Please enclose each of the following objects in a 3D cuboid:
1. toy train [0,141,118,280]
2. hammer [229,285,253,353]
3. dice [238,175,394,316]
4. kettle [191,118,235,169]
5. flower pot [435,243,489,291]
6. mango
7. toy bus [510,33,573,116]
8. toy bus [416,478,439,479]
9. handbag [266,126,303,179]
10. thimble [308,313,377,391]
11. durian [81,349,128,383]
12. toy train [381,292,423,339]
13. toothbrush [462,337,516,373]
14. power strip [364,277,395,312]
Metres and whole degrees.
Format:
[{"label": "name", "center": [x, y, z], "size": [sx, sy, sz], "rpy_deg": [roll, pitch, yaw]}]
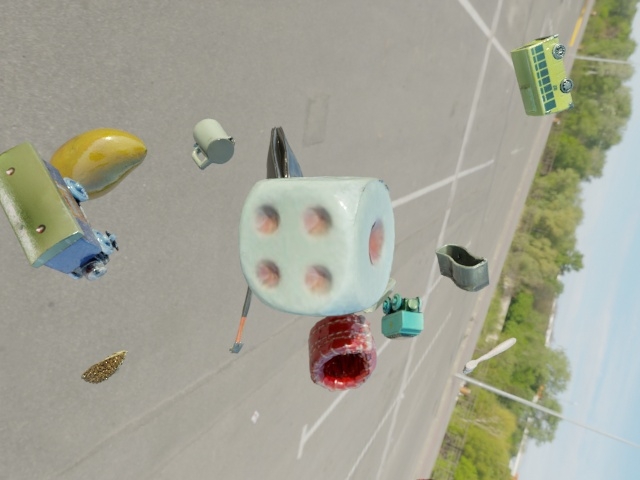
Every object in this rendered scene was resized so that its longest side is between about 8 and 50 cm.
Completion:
[{"label": "toy train", "center": [-0.567, -0.049, 1.013], "size": [0.131, 0.300, 0.202], "rpy_deg": [-37, 160, -4]}, {"label": "hammer", "center": [-0.296, 0.294, 1.832], "size": [0.111, 0.033, 0.288], "rpy_deg": [153, -48, -69]}, {"label": "dice", "center": [0.000, 0.000, 1.014], "size": [0.264, 0.262, 0.268], "rpy_deg": [-21, 112, -62]}, {"label": "kettle", "center": [-0.345, -0.305, 1.490], "size": [0.126, 0.148, 0.098], "rpy_deg": [-18, 132, -20]}, {"label": "flower pot", "center": [0.530, 0.100, 1.790], "size": [0.103, 0.229, 0.108], "rpy_deg": [-20, 112, -13]}, {"label": "mango", "center": [-0.705, -0.245, 1.500], "size": [0.211, 0.317, 0.173], "rpy_deg": [46, 20, -60]}, {"label": "toy bus", "center": [0.522, -0.381, 1.121], "size": [0.088, 0.101, 0.175], "rpy_deg": [-123, -171, -72]}, {"label": "toy bus", "center": [0.314, 0.802, 1.379], "size": [0.081, 0.089, 0.195], "rpy_deg": [-174, -93, -75]}, {"label": "handbag", "center": [-0.146, -0.264, 1.867], "size": [0.342, 0.152, 0.288], "rpy_deg": [106, -25, -75]}, {"label": "thimble", "center": [0.050, 0.279, 1.179], "size": [0.125, 0.163, 0.190], "rpy_deg": [-95, -162, -50]}, {"label": "durian", "center": [-0.563, 0.335, 1.244], "size": [0.130, 0.052, 0.066], "rpy_deg": [-31, -175, -13]}, {"label": "toy train", "center": [0.287, 0.272, 1.688], "size": [0.198, 0.107, 0.154], "rpy_deg": [137, -40, -64]}, {"label": "toothbrush", "center": [0.547, 0.366, 1.523], "size": [0.307, 0.025, 0.030], "rpy_deg": [-12, 133, -39]}, {"label": "power strip", "center": [0.181, 0.167, 1.553], "size": [0.272, 0.078, 0.052], "rpy_deg": [-25, 133, -64]}]
